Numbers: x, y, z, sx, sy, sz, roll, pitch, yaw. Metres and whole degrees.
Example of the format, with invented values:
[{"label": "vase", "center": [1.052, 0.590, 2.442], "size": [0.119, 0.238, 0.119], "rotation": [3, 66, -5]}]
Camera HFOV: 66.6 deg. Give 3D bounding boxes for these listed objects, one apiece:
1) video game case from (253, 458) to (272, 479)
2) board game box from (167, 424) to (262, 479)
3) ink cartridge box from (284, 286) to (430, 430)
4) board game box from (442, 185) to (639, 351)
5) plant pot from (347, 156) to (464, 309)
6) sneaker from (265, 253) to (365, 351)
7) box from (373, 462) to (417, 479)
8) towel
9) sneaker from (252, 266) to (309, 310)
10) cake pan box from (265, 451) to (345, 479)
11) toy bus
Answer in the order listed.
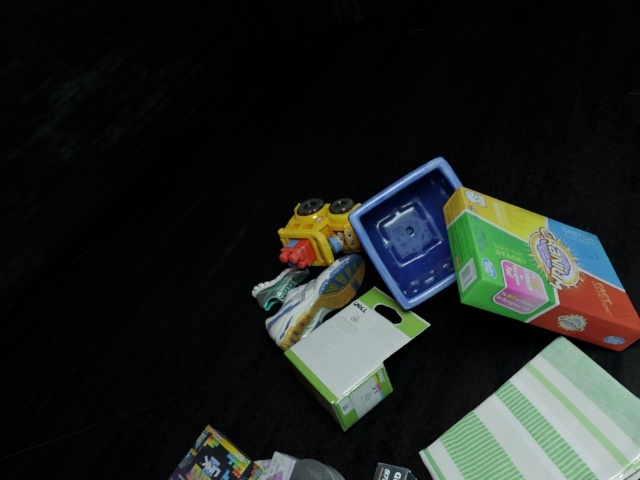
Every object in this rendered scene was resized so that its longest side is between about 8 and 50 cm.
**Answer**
[{"label": "video game case", "center": [-0.122, 0.479, 0.960], "size": [0.122, 0.011, 0.087], "rotation": [-16, 40, 20]}, {"label": "board game box", "center": [-0.218, 0.476, 0.985], "size": [0.170, 0.048, 0.141], "rotation": [12, 56, 48]}, {"label": "ink cartridge box", "center": [0.084, 0.236, 1.021], "size": [0.255, 0.096, 0.189], "rotation": [-33, 36, -19]}, {"label": "board game box", "center": [0.387, 0.045, 0.874], "size": [0.242, 0.317, 0.064], "rotation": [-86, 18, -46]}, {"label": "plant pot", "center": [0.208, -0.015, 1.074], "size": [0.236, 0.235, 0.212], "rotation": [-32, 0, 1]}, {"label": "sneaker", "center": [-0.019, 0.131, 1.193], "size": [0.296, 0.111, 0.131], "rotation": [-45, 39, -17]}, {"label": "box", "center": [0.116, 0.438, 0.667], "size": [0.051, 0.220, 0.175], "rotation": [-4, 45, 36]}, {"label": "towel", "center": [0.323, 0.314, 0.743], "size": [0.325, 0.038, 0.248], "rotation": [-42, 25, 4]}, {"label": "sneaker", "center": [-0.098, 0.132, 1.302], "size": [0.167, 0.065, 0.076], "rotation": [-31, 54, 7]}, {"label": "cake pan box", "center": [-0.027, 0.482, 0.745], "size": [0.246, 0.070, 0.266], "rotation": [-6, 58, 53]}, {"label": "toy bus", "center": [0.000, 0.000, 1.259], "size": [0.221, 0.149, 0.211], "rotation": [1, 34, 34]}]
